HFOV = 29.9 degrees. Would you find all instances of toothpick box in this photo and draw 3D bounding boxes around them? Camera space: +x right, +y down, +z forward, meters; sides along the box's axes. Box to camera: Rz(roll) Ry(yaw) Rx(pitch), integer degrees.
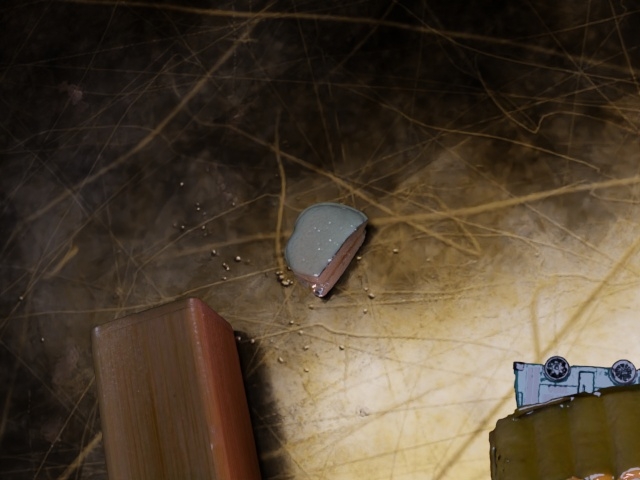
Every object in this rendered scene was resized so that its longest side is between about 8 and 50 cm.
[{"bbox_3d":[-0.169,0.246,1.455,0.187,0.190,0.308,-18,63,11],"label":"toothpick box"}]

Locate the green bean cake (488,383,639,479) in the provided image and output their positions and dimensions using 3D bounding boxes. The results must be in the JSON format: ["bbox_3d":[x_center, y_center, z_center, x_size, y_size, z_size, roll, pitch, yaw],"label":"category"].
[{"bbox_3d":[0.303,0.263,1.270,0.230,0.224,0.131,-13,43,11],"label":"green bean cake"}]

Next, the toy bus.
[{"bbox_3d":[0.302,0.184,1.377,0.160,0.079,0.091,2,74,16],"label":"toy bus"}]

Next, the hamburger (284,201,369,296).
[{"bbox_3d":[0.001,0.001,1.546,0.084,0.054,0.121,34,82,28],"label":"hamburger"}]
